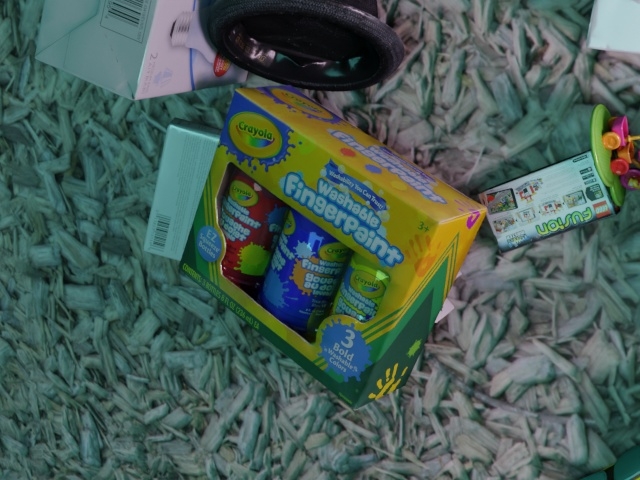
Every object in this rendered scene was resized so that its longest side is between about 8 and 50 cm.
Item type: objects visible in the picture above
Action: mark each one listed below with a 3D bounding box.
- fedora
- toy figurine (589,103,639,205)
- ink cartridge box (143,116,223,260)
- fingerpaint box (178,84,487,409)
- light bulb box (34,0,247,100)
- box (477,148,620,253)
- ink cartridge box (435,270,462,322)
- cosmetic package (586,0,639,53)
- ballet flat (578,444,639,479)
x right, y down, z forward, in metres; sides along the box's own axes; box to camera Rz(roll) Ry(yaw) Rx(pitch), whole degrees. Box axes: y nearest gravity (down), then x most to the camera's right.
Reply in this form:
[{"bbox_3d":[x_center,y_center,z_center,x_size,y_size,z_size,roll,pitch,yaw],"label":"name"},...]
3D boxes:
[{"bbox_3d":[-0.018,-0.381,1.666,0.334,0.334,0.152,-3,70,29],"label":"fedora"},{"bbox_3d":[0.512,-0.137,1.499,0.159,0.130,0.173,-7,122,32],"label":"toy figurine"},{"bbox_3d":[-0.205,-0.079,1.942,0.239,0.060,0.275,15,112,-2],"label":"ink cartridge box"},{"bbox_3d":[0.000,0.000,1.676,0.445,0.163,0.371,36,119,27],"label":"fingerpaint box"},{"bbox_3d":[-0.261,-0.454,1.696,0.225,0.361,0.357,26,114,19],"label":"light bulb box"},{"bbox_3d":[0.376,-0.064,1.641,0.207,0.036,0.114,-21,93,31],"label":"box"},{"bbox_3d":[0.179,0.048,1.738,0.180,0.104,0.060,49,119,8],"label":"ink cartridge box"},{"bbox_3d":[0.521,-0.312,1.452,0.231,0.117,0.085,14,108,24],"label":"cosmetic package"},{"bbox_3d":[0.511,0.415,1.681,0.077,0.077,0.231,42,124,-11],"label":"ballet flat"}]
